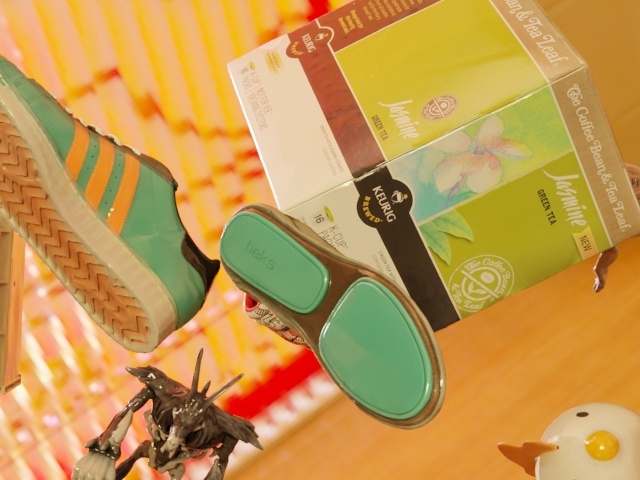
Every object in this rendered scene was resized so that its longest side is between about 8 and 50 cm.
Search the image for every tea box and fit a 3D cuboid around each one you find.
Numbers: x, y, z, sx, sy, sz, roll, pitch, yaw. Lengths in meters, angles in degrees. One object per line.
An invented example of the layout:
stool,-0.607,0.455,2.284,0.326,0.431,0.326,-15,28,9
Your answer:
tea box,0.111,-0.102,1.674,0.220,0.323,0.329,61,5,-34

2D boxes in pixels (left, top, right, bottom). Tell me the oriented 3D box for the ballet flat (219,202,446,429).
ballet flat,0.019,0.044,1.004,0.213,0.072,0.068,40,12,38

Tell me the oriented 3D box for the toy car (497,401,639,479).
toy car,0.267,0.187,1.365,0.238,0.219,0.210,3,-24,9

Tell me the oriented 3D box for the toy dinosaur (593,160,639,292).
toy dinosaur,0.314,-0.056,1.878,0.200,0.127,0.296,33,-22,-16

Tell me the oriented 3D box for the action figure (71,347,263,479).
action figure,-0.165,0.237,1.660,0.164,0.141,0.275,27,-50,-5

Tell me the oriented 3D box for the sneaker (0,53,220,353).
sneaker,-0.206,-0.050,1.428,0.108,0.121,0.302,-25,-77,48

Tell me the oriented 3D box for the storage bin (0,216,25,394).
storage bin,-0.423,0.050,1.942,0.260,0.123,0.262,158,-65,-84

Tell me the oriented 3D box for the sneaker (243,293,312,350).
sneaker,0.000,0.001,2.079,0.145,0.270,0.090,25,-1,-27
